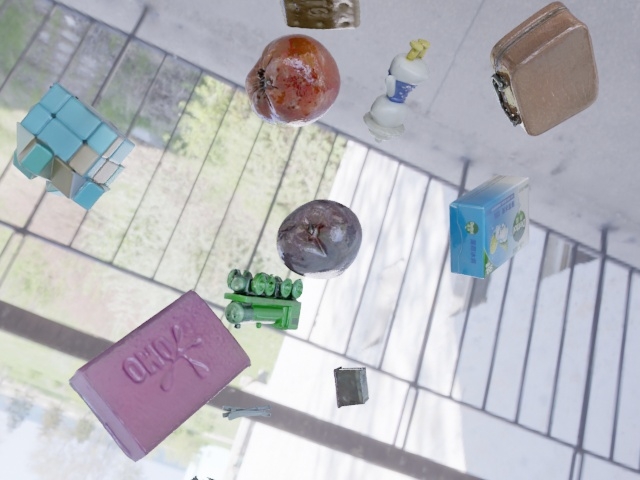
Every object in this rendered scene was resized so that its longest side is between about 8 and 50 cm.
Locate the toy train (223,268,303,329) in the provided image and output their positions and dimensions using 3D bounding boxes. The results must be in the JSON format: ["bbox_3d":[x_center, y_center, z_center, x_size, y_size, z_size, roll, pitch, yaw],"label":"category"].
[{"bbox_3d":[-0.114,0.124,1.336,0.085,0.119,0.251,7,177,27],"label":"toy train"}]

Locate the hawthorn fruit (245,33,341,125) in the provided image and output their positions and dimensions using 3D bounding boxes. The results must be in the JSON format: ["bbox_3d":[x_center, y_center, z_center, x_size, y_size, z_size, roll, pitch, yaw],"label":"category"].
[{"bbox_3d":[-0.082,-0.463,1.903,0.284,0.284,0.284,16,158,7],"label":"hawthorn fruit"}]

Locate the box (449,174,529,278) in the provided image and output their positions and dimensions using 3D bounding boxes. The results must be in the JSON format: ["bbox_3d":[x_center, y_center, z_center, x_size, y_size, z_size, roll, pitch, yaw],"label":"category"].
[{"bbox_3d":[0.318,-0.030,1.218,0.073,0.194,0.139,11,117,39],"label":"box"}]

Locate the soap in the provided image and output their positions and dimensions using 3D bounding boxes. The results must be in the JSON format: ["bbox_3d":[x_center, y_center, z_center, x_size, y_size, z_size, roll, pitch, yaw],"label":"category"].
[{"bbox_3d":[-0.270,0.226,1.126,0.181,0.259,0.081,51,139,3],"label":"soap"}]

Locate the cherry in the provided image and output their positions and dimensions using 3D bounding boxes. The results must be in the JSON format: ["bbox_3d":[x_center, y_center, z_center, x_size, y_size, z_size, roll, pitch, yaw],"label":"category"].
[{"bbox_3d":[0.004,-0.001,1.266,0.176,0.140,0.176,-23,150,-14],"label":"cherry"}]

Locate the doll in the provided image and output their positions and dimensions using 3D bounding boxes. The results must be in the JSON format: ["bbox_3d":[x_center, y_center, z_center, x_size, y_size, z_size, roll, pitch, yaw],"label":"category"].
[{"bbox_3d":[0.197,-0.374,1.668,0.119,0.138,0.293,41,131,24],"label":"doll"}]

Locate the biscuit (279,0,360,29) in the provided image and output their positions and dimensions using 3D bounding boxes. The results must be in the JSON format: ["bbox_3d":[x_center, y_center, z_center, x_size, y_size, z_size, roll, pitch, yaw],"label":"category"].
[{"bbox_3d":[-0.010,-0.630,1.642,0.217,0.044,0.325,6,166,6],"label":"biscuit"}]

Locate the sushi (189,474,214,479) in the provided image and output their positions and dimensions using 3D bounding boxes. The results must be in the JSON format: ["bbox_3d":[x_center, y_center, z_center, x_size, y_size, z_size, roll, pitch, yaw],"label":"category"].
[{"bbox_3d":[-0.162,0.510,1.252,0.290,0.050,0.264,25,131,-21],"label":"sushi"}]

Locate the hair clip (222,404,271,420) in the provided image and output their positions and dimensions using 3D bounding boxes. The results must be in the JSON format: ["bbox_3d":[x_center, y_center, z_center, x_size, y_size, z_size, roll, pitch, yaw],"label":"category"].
[{"bbox_3d":[-0.170,0.406,1.529,0.115,0.030,0.039,1,-162,-20],"label":"hair clip"}]

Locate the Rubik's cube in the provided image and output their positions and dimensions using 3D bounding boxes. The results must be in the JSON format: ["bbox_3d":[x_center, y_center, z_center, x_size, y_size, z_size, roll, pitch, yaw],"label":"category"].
[{"bbox_3d":[-0.557,-0.202,1.422,0.265,0.213,0.224,41,179,2],"label":"Rubik's cube"}]

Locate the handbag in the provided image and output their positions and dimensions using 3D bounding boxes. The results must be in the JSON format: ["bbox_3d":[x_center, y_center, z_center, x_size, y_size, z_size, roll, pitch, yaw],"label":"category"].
[{"bbox_3d":[0.346,-0.255,1.012,0.151,0.072,0.193,-34,144,11],"label":"handbag"}]

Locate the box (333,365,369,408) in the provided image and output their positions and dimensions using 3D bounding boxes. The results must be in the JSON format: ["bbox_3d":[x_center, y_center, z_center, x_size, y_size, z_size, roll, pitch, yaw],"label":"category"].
[{"bbox_3d":[0.067,0.311,1.392,0.063,0.085,0.060,-6,175,15],"label":"box"}]
